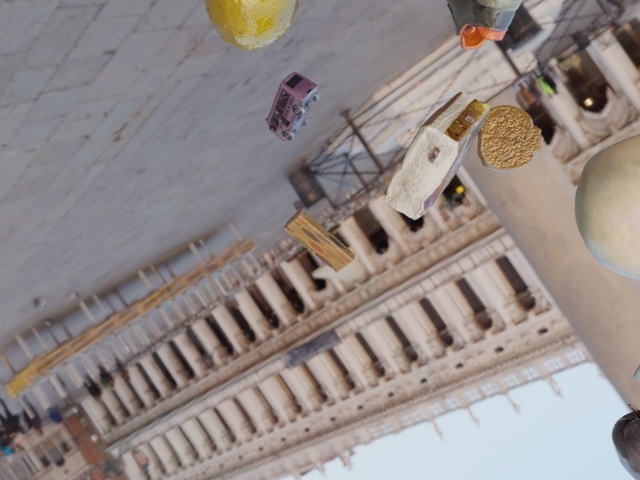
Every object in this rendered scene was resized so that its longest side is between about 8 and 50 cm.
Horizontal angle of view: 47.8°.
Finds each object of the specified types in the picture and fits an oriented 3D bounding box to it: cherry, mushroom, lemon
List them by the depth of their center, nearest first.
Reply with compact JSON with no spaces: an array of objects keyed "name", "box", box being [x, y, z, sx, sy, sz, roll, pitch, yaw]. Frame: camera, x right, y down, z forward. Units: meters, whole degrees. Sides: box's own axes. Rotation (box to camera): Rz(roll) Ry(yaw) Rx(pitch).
[{"name":"mushroom","box":[0.531,-0.062,1.120,0.254,0.260,0.234,-38,-170,41]},{"name":"cherry","box":[0.745,0.457,1.594,0.195,0.195,0.195,-34,179,-1]},{"name":"lemon","box":[-0.180,-0.636,1.891,0.253,0.253,0.310,-34,162,-24]}]

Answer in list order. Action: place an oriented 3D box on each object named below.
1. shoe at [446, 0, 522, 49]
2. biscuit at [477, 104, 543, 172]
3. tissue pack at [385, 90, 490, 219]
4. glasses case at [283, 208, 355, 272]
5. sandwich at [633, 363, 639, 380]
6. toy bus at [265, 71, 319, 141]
[{"name":"shoe","box":[0.394,-0.582,1.858,0.133,0.170,0.336,1,-154,-18]},{"name":"biscuit","box":[0.470,-0.251,1.801,0.170,0.170,0.050,-34,178,0]},{"name":"tissue pack","box":[0.215,-0.160,1.329,0.226,0.092,0.183,-48,165,-54]},{"name":"glasses case","box":[0.000,0.000,1.679,0.065,0.170,0.041,-39,-161,37]},{"name":"sandwich","box":[0.866,0.281,1.784,0.096,0.094,0.258,-32,145,-52]},{"name":"toy bus","box":[-0.076,-0.345,1.873,0.087,0.098,0.178,-52,175,-36]}]
